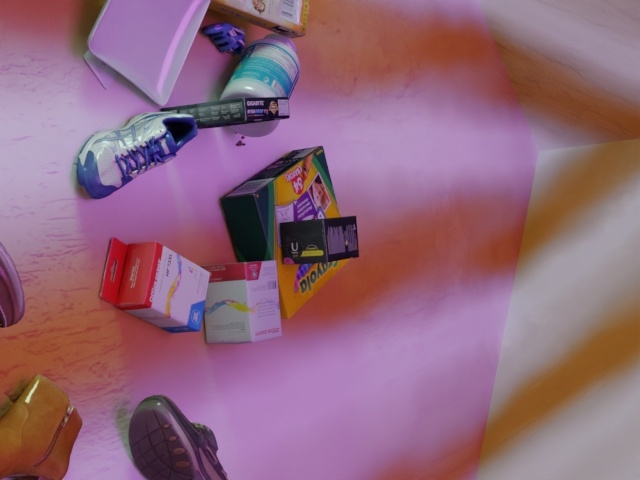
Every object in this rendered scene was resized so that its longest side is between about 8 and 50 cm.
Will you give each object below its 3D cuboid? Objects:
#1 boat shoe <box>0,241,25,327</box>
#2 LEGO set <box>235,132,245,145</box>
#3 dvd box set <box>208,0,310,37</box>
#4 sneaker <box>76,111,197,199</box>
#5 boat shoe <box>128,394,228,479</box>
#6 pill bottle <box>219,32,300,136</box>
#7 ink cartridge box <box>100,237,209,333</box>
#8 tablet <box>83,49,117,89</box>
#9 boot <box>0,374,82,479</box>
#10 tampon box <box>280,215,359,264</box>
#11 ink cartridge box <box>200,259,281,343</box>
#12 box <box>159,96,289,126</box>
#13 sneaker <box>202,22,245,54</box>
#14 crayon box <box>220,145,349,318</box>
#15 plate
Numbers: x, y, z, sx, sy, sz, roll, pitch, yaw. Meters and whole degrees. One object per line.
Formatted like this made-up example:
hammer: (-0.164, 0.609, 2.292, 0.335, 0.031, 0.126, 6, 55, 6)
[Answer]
boat shoe: (-0.575, 0.008, 1.516, 0.116, 0.123, 0.324, -40, 116, -33)
LEGO set: (-0.187, -0.264, 2.314, 0.054, 0.023, 0.083, -44, 123, -54)
dvd box set: (-0.186, -0.660, 2.203, 0.420, 0.062, 0.307, 9, 84, -44)
sneaker: (-0.353, -0.181, 1.906, 0.296, 0.131, 0.111, -53, 132, -48)
boat shoe: (-0.278, 0.429, 1.959, 0.130, 0.132, 0.355, -72, 153, -51)
pill bottle: (-0.133, -0.375, 2.297, 0.146, 0.146, 0.264, 60, 34, -36)
ink cartridge box: (-0.327, 0.089, 1.955, 0.231, 0.078, 0.134, 36, 55, -52)
tablet: (-0.431, -0.344, 1.920, 0.083, 0.006, 0.054, 59, 38, -37)
boot: (-0.508, 0.304, 1.600, 0.295, 0.104, 0.211, 61, 32, -43)
tampon box: (0.000, 0.000, 2.285, 0.161, 0.120, 0.101, -8, 93, -59)
ink cartridge box: (-0.175, 0.137, 2.162, 0.128, 0.127, 0.176, -2, 86, -61)
box: (-0.202, -0.271, 2.091, 0.175, 0.220, 0.051, -15, 101, -59)
sneaker: (-0.219, -0.468, 2.264, 0.144, 0.053, 0.059, 1, 87, -59)
crayon box: (-0.072, -0.025, 2.389, 0.363, 0.106, 0.313, -41, 121, -55)
plate: (-0.347, -0.448, 1.968, 0.278, 0.045, 0.277, 37, 73, -61)
